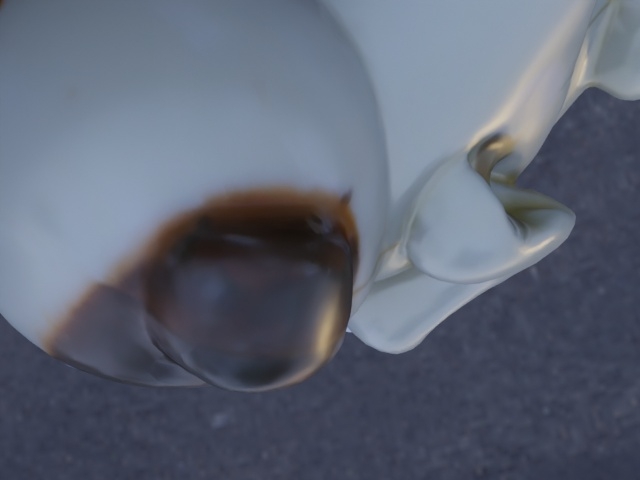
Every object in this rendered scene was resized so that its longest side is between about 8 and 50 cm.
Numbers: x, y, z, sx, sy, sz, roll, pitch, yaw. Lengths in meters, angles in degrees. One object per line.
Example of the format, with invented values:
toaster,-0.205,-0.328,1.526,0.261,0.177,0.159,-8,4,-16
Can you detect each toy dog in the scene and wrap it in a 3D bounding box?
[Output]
toy dog,0.019,-0.092,0.833,0.408,0.284,0.395,-43,169,-22

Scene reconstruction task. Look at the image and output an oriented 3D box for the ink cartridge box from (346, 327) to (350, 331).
ink cartridge box,0.000,0.000,1.460,0.092,0.090,0.143,11,117,15
